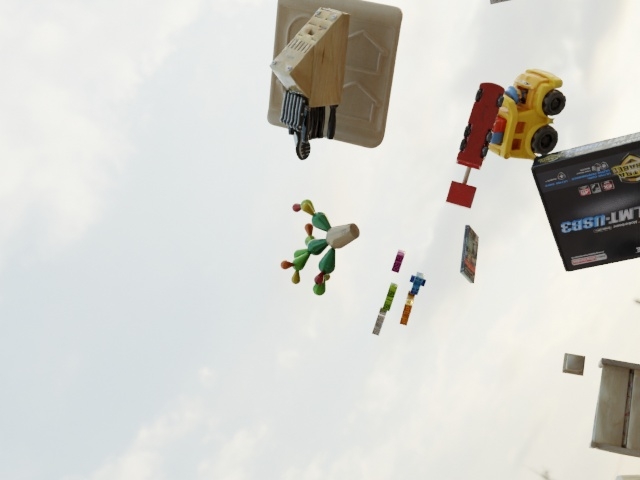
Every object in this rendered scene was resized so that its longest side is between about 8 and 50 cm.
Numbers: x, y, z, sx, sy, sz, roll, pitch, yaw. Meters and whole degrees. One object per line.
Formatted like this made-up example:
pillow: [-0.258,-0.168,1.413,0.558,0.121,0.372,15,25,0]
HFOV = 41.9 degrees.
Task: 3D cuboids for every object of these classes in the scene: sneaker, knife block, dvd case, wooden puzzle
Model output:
sneaker: [-0.049,-0.253,2.072,0.040,0.044,0.109,-9,-73,-8]
knife block: [0.006,-0.371,1.970,0.276,0.088,0.242,-50,-46,-7]
dvd case: [0.353,0.033,1.973,0.087,0.013,0.119,37,-121,-57]
wooden puzzle: [0.035,-0.434,2.093,0.080,0.322,0.348,-39,-39,-62]

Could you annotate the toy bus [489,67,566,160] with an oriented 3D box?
toy bus: [0.472,-0.309,2.064,0.211,0.149,0.220,-3,-64,-23]

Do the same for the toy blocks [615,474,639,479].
toy blocks: [0.601,0.538,1.265,0.288,0.260,0.309,-102,13,-67]

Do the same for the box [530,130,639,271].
box: [0.680,-0.089,1.958,0.293,0.295,0.073,67,-151,-19]

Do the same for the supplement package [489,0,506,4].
supplement package: [0.463,-0.608,1.743,0.134,0.244,0.139,61,-160,-69]

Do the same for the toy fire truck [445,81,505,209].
toy fire truck: [0.259,-0.156,1.399,0.135,0.047,0.192,50,-123,-79]

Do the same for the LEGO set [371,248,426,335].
LEGO set: [0.200,0.124,2.019,0.093,0.087,0.227,-61,-12,-63]

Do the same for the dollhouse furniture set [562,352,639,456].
dollhouse furniture set: [0.693,0.438,1.841,0.174,0.355,0.303,61,-139,-69]

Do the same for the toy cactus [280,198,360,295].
toy cactus: [0.000,0.000,1.781,0.112,0.180,0.219,22,-123,-42]
